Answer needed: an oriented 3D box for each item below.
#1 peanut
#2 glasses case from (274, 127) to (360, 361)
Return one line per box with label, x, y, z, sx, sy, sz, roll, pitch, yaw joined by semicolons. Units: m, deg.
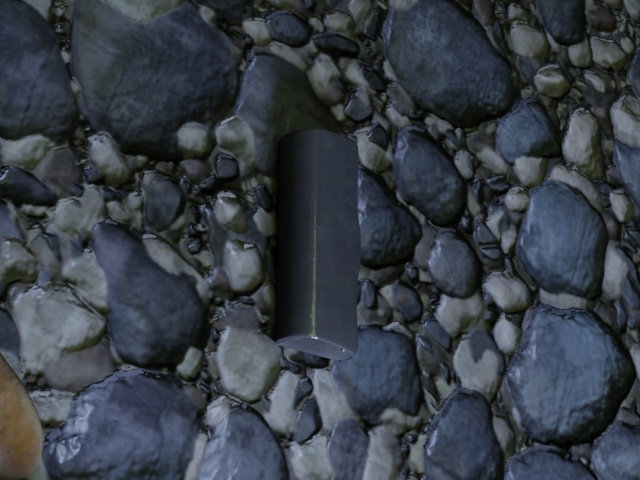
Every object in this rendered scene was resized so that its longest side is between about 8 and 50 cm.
peanut;-0.247;0.104;1.107;0.152;0.076;0.076;52;53;-6
glasses case;0.000;0.002;1.337;0.072;0.042;0.191;17;65;-38
